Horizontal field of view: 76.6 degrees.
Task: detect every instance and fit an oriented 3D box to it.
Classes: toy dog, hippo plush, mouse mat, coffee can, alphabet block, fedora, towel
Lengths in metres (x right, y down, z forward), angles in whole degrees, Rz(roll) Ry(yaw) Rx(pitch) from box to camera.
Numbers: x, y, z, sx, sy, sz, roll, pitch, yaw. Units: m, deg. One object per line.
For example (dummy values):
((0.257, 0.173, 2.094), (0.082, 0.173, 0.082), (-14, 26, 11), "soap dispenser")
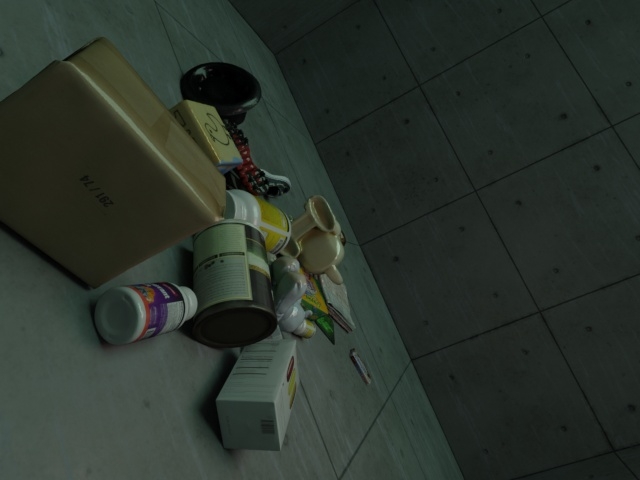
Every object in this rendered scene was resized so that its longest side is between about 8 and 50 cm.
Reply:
((0.000, 0.000, 1.806), (0.395, 0.284, 0.408), (45, 4, 3), "toy dog")
((-0.107, 0.191, 1.263), (0.237, 0.235, 0.293), (40, 28, -55), "hippo plush")
((0.016, 0.363, 1.824), (0.189, 0.007, 0.152), (54, 18, -30), "mouse mat")
((-0.229, 0.109, 1.056), (0.201, 0.202, 0.275), (46, 23, -48), "coffee can")
((-0.381, -0.273, 1.204), (0.197, 0.194, 0.192), (62, 13, -6), "alphabet block")
((-0.399, -0.574, 1.646), (0.152, 0.335, 0.333), (103, -23, -53), "fedora")
((0.067, 0.267, 2.056), (0.331, 0.054, 0.316), (50, 19, -43), "towel")

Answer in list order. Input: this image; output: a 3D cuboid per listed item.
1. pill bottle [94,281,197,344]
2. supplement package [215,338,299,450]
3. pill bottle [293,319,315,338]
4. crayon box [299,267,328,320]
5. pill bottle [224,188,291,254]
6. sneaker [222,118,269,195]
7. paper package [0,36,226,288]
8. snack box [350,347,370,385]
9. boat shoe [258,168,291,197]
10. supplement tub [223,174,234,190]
((-0.339, 0.139, 0.820), (0.108, 0.108, 0.193), (66, 15, 9), "pill bottle")
((-0.140, 0.361, 0.986), (0.244, 0.134, 0.138), (-69, 156, -69), "supplement package")
((-0.070, 0.319, 1.495), (0.116, 0.065, 0.065), (44, 25, -53), "pill bottle")
((-0.079, 0.204, 1.624), (0.278, 0.081, 0.165), (42, 25, -53), "crayon box")
((-0.243, -0.056, 1.306), (0.187, 0.188, 0.334), (68, 15, 17), "pill bottle")
((-0.282, -0.260, 1.350), (0.098, 0.135, 0.275), (-33, 98, -51), "sneaker")
((-0.385, -0.116, 0.703), (0.324, 0.310, 0.168), (54, 16, -35), "paper package")
((0.194, 0.613, 1.968), (0.178, 0.022, 0.064), (61, 17, -11), "snack box")
((-0.217, -0.242, 1.860), (0.102, 0.108, 0.301), (67, 18, 14), "boat shoe")
((-0.310, -0.231, 1.512), (0.190, 0.117, 0.116), (38, 30, -58), "supplement tub")
